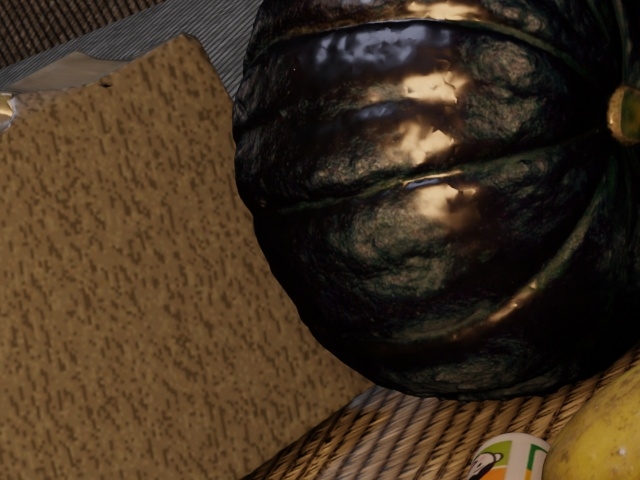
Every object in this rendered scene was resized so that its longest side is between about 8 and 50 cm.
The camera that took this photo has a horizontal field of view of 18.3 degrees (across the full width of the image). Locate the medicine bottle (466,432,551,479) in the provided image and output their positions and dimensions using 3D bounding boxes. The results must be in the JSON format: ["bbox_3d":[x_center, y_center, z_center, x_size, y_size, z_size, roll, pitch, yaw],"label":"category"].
[{"bbox_3d":[0.094,0.198,1.144,0.092,0.061,0.220,-48,8,25],"label":"medicine bottle"}]

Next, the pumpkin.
[{"bbox_3d":[0.105,-0.061,1.365,0.266,0.363,0.363,-5,27,36],"label":"pumpkin"}]

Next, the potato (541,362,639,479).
[{"bbox_3d":[0.234,0.108,1.095,0.251,0.113,0.149,-32,23,15],"label":"potato"}]

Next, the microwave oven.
[{"bbox_3d":[-0.240,0.079,1.453,0.432,0.374,0.236,-34,10,-30],"label":"microwave oven"}]
